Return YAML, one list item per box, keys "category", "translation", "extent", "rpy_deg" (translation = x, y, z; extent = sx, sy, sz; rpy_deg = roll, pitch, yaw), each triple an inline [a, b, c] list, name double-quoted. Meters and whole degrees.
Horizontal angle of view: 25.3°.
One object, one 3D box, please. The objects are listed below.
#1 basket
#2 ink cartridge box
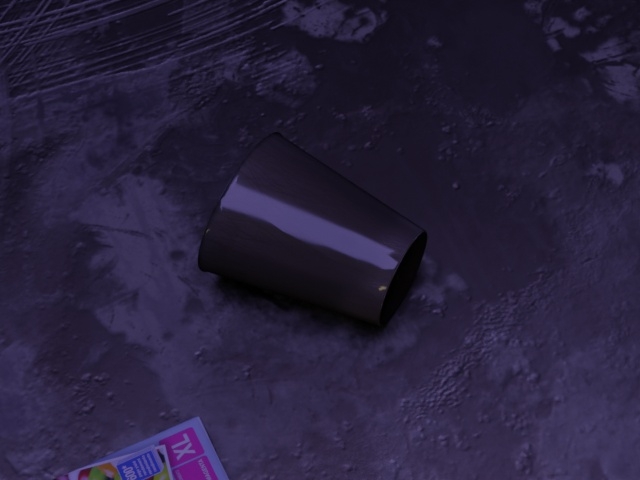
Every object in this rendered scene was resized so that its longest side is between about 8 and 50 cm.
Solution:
- category: "basket"
  translation: [0.000, 0.000, 1.726]
  extent: [0.227, 0.154, 0.204]
  rpy_deg: [26, 62, 15]
- category: "ink cartridge box"
  translation: [-0.236, 0.337, 1.565]
  extent: [0.311, 0.065, 0.185]
  rpy_deg: [-24, 58, -10]
